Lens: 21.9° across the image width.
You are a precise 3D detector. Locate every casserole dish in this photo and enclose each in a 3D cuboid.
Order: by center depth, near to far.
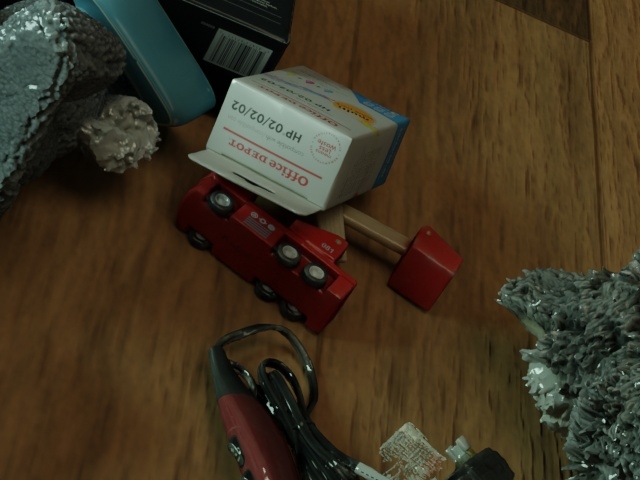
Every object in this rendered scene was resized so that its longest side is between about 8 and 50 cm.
[{"bbox_3d":[-0.151,-0.148,1.215,0.114,0.188,0.037,15,58,42],"label":"casserole dish"}]

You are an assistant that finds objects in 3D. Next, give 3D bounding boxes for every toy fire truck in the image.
[{"bbox_3d":[0.000,0.000,1.245,0.192,0.047,0.135,37,40,6],"label":"toy fire truck"}]

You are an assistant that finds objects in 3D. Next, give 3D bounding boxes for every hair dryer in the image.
[{"bbox_3d":[-0.026,0.178,1.055,0.223,0.080,0.293,27,32,17],"label":"hair dryer"}]

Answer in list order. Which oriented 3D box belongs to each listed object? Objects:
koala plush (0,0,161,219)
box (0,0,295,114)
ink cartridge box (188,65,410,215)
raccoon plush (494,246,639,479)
[{"bbox_3d":[-0.221,-0.101,1.132,0.196,0.203,0.221,28,18,12],"label":"koala plush"},{"bbox_3d":[-0.153,-0.228,1.329,0.261,0.103,0.184,21,44,-13],"label":"box"},{"bbox_3d":[-0.013,-0.078,1.245,0.104,0.061,0.181,27,18,13],"label":"ink cartridge box"},{"bbox_3d":[0.274,0.077,1.081,0.216,0.446,0.299,-6,66,-20],"label":"raccoon plush"}]
